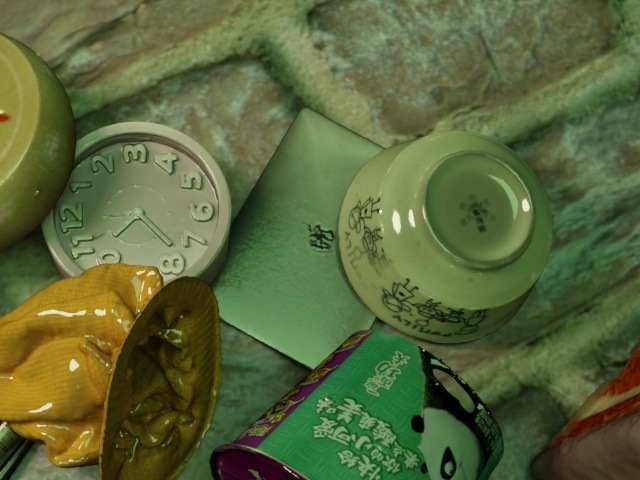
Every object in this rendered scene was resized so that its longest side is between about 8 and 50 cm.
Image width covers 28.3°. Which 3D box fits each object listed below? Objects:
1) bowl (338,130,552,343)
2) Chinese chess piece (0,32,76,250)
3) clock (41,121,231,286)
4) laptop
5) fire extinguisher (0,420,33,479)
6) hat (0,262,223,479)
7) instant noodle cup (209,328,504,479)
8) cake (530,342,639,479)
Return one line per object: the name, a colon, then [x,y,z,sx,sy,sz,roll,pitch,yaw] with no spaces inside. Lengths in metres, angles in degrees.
bowl: [0.147,-0.018,1.349,0.237,0.126,0.238,4,73,-14]
Chinese chess piece: [-0.373,-0.100,1.285,0.250,0.097,0.251,-4,66,9]
clock: [-0.192,-0.023,1.332,0.196,0.068,0.197,2,71,-4]
laptop: [0.000,0.000,1.389,0.187,0.015,0.269,29,70,1]
fire extinguisher: [-0.320,0.210,1.263,0.049,0.035,0.173,35,74,7]
hat: [-0.245,0.114,1.241,0.233,0.244,0.233,19,89,20]
instant noodle cup: [0.048,0.218,1.220,0.251,0.251,0.190,40,62,5]
cake: [0.383,0.208,1.235,0.237,0.309,0.230,-40,87,-23]
